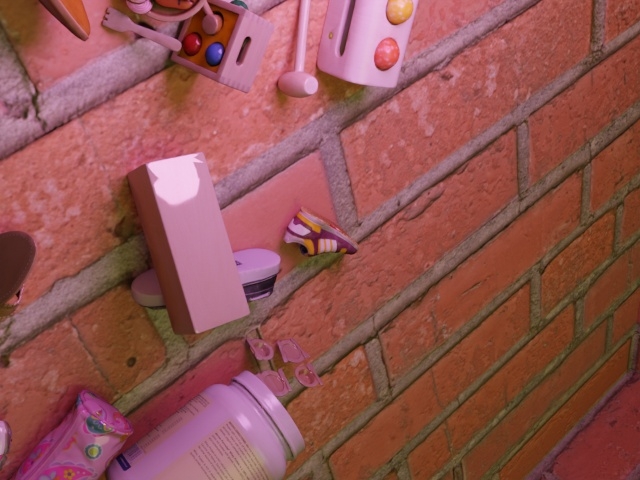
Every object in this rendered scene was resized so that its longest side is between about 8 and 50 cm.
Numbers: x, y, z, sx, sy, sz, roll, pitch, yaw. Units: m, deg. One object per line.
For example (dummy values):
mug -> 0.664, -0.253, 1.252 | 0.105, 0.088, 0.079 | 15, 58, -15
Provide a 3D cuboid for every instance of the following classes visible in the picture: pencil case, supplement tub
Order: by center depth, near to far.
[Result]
pencil case -> -0.450, 0.397, 1.193 | 0.284, 0.124, 0.124 | -50, 138, -5
supplement tub -> -0.215, 0.427, 1.346 | 0.325, 0.235, 0.235 | -36, 134, -22

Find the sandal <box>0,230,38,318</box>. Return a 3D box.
sandal -> -0.481, 0.083, 1.027 | 0.240, 0.088, 0.079 | -52, 170, 4

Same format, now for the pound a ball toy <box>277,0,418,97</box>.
pound a ball toy -> 0.070, -0.386, 1.194 | 0.208, 0.136, 0.319 | -5, 116, -42

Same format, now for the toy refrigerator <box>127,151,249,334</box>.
toy refrigerator -> -0.211, 0.006, 1.115 | 0.102, 0.094, 0.269 | -18, 94, -35

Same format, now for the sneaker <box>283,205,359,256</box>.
sneaker -> 0.000, 0.000, 1.422 | 0.185, 0.069, 0.084 | 31, 100, -42

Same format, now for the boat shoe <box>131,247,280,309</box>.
boat shoe -> -0.200, 0.091, 1.261 | 0.301, 0.108, 0.102 | -15, 122, -46

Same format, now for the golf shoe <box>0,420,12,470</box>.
golf shoe -> -0.563, 0.362, 1.105 | 0.186, 0.067, 0.086 | -54, 137, -3

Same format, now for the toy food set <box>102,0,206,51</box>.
toy food set -> -0.217, -0.368, 0.970 | 0.132, 0.038, 0.192 | 19, 102, -17

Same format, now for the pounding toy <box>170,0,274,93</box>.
pounding toy -> -0.156, -0.316, 1.043 | 0.100, 0.130, 0.141 | 6, 111, -58

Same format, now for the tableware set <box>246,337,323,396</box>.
tableware set -> -0.076, 0.258, 1.451 | 0.169, 0.141, 0.020 | 3, 131, -43

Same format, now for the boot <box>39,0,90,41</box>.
boot -> -0.302, -0.417, 0.850 | 0.211, 0.104, 0.295 | -42, 132, -15
